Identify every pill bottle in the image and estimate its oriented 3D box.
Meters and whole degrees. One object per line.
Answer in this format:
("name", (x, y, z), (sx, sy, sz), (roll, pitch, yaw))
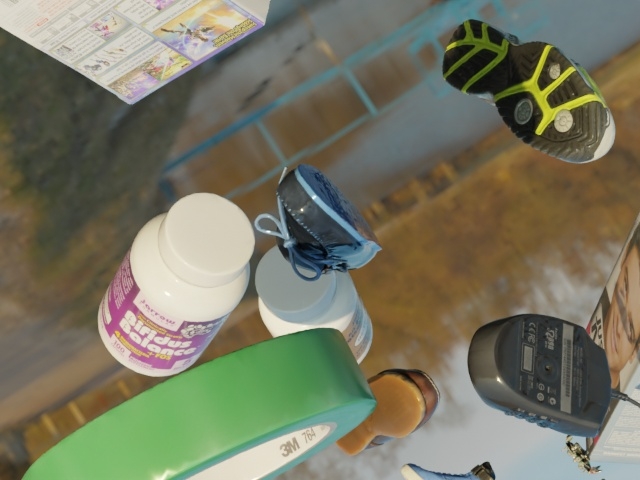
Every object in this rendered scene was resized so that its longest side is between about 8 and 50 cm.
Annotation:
("pill bottle", (-0.197, 0.060, 2.117), (0.169, 0.169, 0.301), (-32, 168, -34))
("pill bottle", (-0.012, 0.089, 2.031), (0.131, 0.131, 0.229), (-33, 154, -3))

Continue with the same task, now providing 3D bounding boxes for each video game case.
("video game case", (-0.235, -0.285, 1.784), (0.269, 0.244, 0.061), (-23, -134, 43))

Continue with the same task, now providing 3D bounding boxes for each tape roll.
("tape roll", (-0.108, 0.186, 1.368), (0.321, 0.077, 0.321), (-25, 166, -7))

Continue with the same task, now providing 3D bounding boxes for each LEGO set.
("LEGO set", (0.262, 0.224, 1.514), (0.023, 0.054, 0.083), (-39, -155, 13))

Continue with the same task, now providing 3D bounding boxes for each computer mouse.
("computer mouse", (0.195, 0.108, 1.006), (0.041, 0.242, 0.071), (-35, -140, 53))

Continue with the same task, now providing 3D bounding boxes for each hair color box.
("hair color box", (0.423, 0.121, 1.913), (0.113, 0.185, 0.374), (4, 147, -3))

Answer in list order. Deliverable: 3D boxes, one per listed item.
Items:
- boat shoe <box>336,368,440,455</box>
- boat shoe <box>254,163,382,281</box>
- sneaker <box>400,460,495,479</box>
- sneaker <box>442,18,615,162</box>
("boat shoe", (0.079, 0.176, 1.638), (0.073, 0.073, 0.207), (-22, 173, -28))
("boat shoe", (0.000, 0.000, 1.543), (0.089, 0.109, 0.258), (-34, 157, 5))
("sneaker", (0.186, 0.320, 2.009), (0.084, 0.152, 0.058), (-53, 155, -11))
("sneaker", (0.334, -0.226, 2.257), (0.147, 0.385, 0.145), (14, 111, -32))
